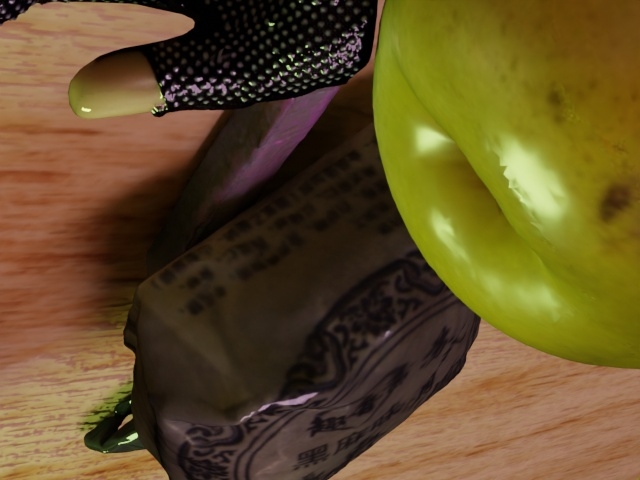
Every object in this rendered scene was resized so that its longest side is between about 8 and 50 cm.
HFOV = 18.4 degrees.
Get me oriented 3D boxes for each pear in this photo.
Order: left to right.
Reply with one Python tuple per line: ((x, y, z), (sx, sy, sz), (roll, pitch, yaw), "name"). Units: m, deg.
((0.217, -0.111, 0.858), (0.418, 0.362, 0.362), (-32, 162, -21), "pear")

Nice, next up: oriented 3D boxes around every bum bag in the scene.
((-0.078, 0.114, 1.425), (0.197, 0.049, 0.087), (-17, 180, -38), "bum bag")

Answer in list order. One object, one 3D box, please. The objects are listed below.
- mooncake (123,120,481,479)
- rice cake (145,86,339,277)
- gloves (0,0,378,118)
((0.001, 0.057, 1.190), (0.254, 0.136, 0.250), (-35, 162, -20), "mooncake")
((-0.049, -0.036, 1.116), (0.047, 0.036, 0.207), (-9, 151, -36), "rice cake")
((-0.068, -0.122, 0.821), (0.180, 0.106, 0.129), (2, 152, -8), "gloves")
